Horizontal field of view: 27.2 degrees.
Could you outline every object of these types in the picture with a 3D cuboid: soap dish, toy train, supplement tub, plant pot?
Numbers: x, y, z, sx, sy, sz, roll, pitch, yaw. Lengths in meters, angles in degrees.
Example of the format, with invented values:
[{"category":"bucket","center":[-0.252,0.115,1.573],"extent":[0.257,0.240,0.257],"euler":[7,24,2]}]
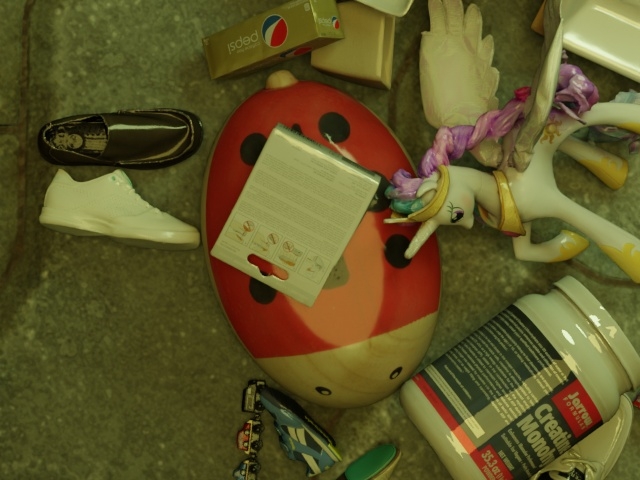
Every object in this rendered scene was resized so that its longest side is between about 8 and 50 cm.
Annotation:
[{"category":"soap dish","center":[0.428,-0.342,1.659],"extent":[0.229,0.118,0.291],"euler":[24,133,-1]},{"category":"toy train","center":[-0.094,0.263,1.752],"extent":[0.036,0.027,0.158],"euler":[5,90,2]},{"category":"supplement tub","center":[0.255,0.190,1.680],"extent":[0.272,0.191,0.191],"euler":[-36,91,-1]},{"category":"plant pot","center":[0.042,-0.257,1.722],"extent":[0.096,0.109,0.109],"euler":[4,90,10]}]

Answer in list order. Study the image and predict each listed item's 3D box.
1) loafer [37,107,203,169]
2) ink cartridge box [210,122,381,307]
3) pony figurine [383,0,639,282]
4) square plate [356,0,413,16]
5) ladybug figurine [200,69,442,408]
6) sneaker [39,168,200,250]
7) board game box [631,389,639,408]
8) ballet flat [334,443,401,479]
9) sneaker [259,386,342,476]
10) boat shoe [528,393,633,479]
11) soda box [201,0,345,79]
[{"category":"loafer","center":[-0.262,-0.129,1.721],"extent":[0.220,0.078,0.080],"euler":[-7,90,-1]},{"category":"ink cartridge box","center":[-0.029,-0.030,1.595],"extent":[0.145,0.045,0.179],"euler":[28,108,-1]},{"category":"pony figurine","center":[0.259,-0.128,1.644],"extent":[0.363,0.303,0.351],"euler":[10,89,-25]},{"category":"square plate","center":[0.037,-0.490,1.696],"extent":[0.344,0.049,0.347],"euler":[25,89,20]},{"category":"ladybug figurine","center":[0.000,0.000,1.687],"extent":[0.305,0.162,0.449],"euler":[-18,90,-1]},{"category":"sneaker","center":[-0.255,-0.044,1.728],"extent":[0.212,0.080,0.094],"euler":[12,78,0]},{"category":"board game box","center":[0.536,0.207,1.761],"extent":[0.193,0.045,0.147],"euler":[31,89,-2]},{"category":"ballet flat","center":[0.043,0.332,1.752],"extent":[0.168,0.057,0.052],"euler":[-34,119,2]},{"category":"sneaker","center":[-0.036,0.253,1.735],"extent":[0.059,0.053,0.144],"euler":[-41,101,9]},{"category":"boat shoe","center":[0.322,0.307,1.733],"extent":[0.096,0.088,0.267],"euler":[42,89,-1]},{"category":"soda box","center":[-0.062,-0.258,1.688],"extent":[0.181,0.061,0.058],"euler":[-16,87,35]}]
